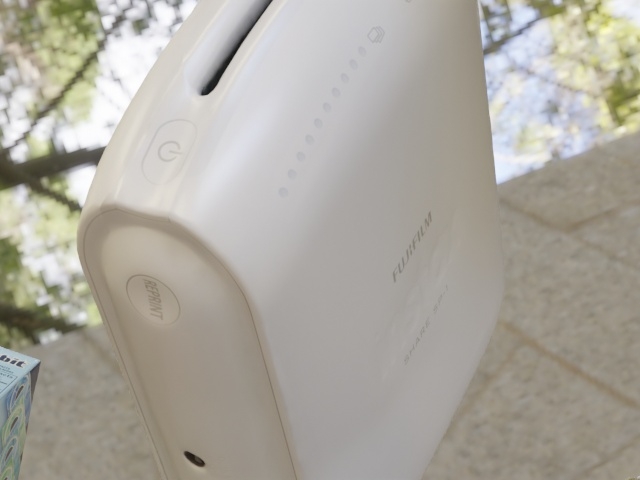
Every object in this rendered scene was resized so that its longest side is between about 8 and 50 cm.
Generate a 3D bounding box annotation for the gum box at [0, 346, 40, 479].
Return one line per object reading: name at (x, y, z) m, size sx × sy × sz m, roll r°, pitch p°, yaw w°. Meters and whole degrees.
gum box at (-0.211, 0.158, 0.802) m, size 0.041 × 0.184 × 0.157 m, roll 18°, pitch -67°, yaw 10°

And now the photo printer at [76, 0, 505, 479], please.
photo printer at (0.000, 0.000, 0.768) m, size 0.107 × 0.256 × 0.307 m, roll 14°, pitch -40°, yaw 24°

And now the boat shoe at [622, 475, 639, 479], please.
boat shoe at (0.147, 0.224, 0.799) m, size 0.123 × 0.324 × 0.120 m, roll 33°, pitch -57°, yaw -4°
